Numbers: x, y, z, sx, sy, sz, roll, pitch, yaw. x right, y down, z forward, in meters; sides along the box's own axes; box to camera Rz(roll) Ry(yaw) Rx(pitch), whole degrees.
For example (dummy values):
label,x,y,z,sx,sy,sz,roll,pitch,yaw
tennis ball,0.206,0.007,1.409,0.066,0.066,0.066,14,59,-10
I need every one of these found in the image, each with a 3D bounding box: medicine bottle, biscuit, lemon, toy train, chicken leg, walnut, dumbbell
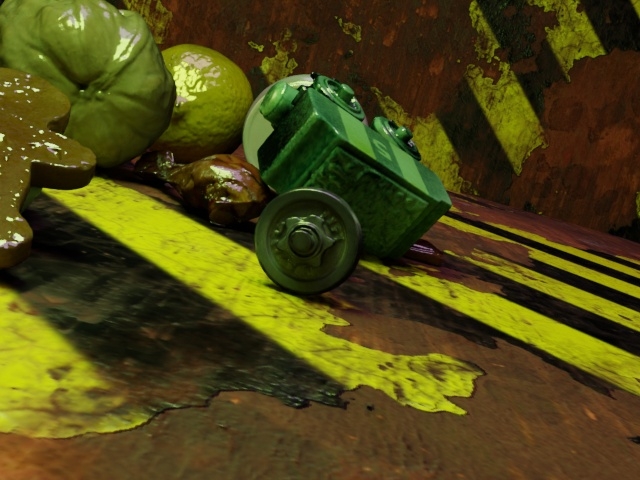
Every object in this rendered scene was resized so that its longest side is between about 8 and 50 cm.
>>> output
label,x,y,z,sx,sy,sz,roll,pitch,yaw
medicine bottle,-0.027,-0.190,1.458,0.241,0.241,0.302,16,9,0
biscuit,0.084,-0.016,1.276,0.280,0.043,0.183,20,13,40
lemon,-0.256,-0.269,1.547,0.268,0.267,0.267,15,10,-3
toy train,0.041,-0.105,1.127,0.299,0.167,0.238,30,26,-25
biscuit,-0.300,-0.072,0.668,0.197,0.049,0.301,18,32,-13
chicken leg,-0.189,-0.091,1.129,0.113,0.093,0.304,-8,19,-41
walnut,-0.372,-0.247,1.193,0.282,0.253,0.277,9,11,-36
dumbbell,0.000,0.000,0.863,0.110,0.110,0.254,17,3,8

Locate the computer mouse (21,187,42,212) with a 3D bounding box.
label,x,y,z,sx,sy,sz,roll,pitch,yaw
computer mouse,-0.386,-0.078,0.753,0.231,0.079,0.128,7,10,-28
